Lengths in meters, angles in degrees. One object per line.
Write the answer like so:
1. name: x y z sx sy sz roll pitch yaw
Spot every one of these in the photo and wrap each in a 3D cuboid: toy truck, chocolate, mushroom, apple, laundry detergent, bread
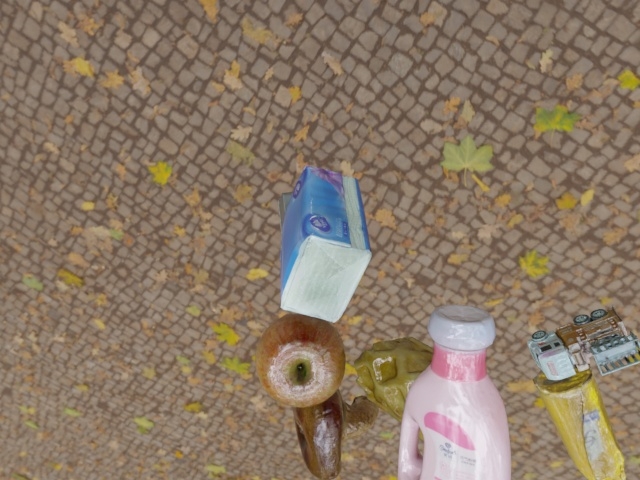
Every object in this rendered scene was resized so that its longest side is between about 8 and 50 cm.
1. toy truck: 0.501 0.209 0.992 0.177 0.115 0.080 -25 105 15
2. chocolate: 0.769 0.556 1.468 0.162 0.162 0.445 -23 100 25
3. mushroom: 0.024 0.489 1.419 0.254 0.267 0.267 -36 117 -4
4. apple: -0.044 0.269 1.181 0.211 0.188 0.211 0 93 3
5. laundry detergent: 0.171 0.250 0.671 0.159 0.088 0.335 12 106 43
6. bread: 0.243 0.366 1.280 0.238 0.252 0.196 1 104 -33

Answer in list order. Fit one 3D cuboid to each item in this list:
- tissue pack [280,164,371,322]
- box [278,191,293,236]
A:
1. tissue pack: 0.000 0.000 1.067 0.146 0.263 0.198 15 125 -12
2. box: -0.060 -0.062 1.255 0.069 0.122 0.084 -3 165 -17
